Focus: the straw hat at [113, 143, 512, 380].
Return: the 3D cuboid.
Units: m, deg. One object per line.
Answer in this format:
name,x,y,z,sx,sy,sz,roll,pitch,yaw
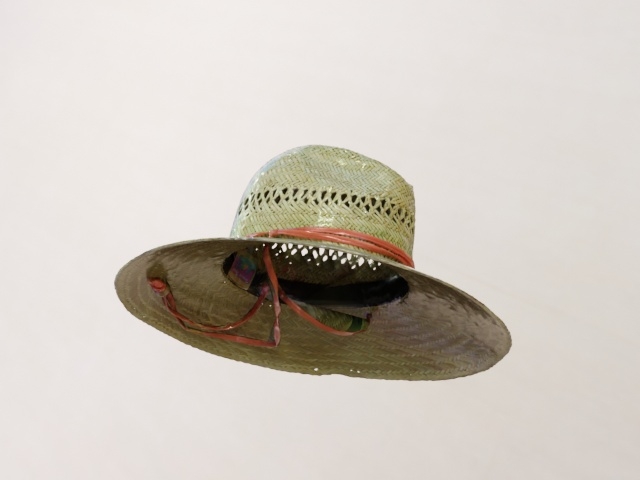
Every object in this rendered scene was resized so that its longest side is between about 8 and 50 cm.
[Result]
straw hat,0.000,0.000,0.581,0.144,0.144,0.061,-22,51,53
